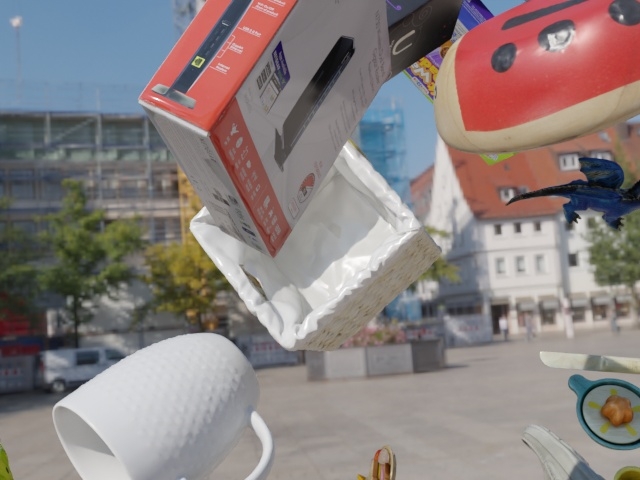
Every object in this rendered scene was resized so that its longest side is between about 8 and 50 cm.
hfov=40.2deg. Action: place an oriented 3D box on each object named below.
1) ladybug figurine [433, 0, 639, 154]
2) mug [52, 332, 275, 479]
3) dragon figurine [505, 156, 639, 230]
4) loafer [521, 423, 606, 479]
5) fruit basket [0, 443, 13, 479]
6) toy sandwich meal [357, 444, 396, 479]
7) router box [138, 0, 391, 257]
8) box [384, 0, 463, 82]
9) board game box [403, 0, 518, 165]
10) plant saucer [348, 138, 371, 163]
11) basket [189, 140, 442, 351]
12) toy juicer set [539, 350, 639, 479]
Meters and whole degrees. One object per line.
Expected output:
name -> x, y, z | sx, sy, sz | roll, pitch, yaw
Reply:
ladybug figurine -> 0.358, -0.271, 1.307 | 0.449, 0.162, 0.305 | -13, 31, 35
mug -> -0.252, 0.353, 1.634 | 0.374, 0.276, 0.328 | 31, 49, 31
dragon figurine -> 0.480, -0.089, 1.529 | 0.289, 0.085, 0.144 | 13, -25, 9
loafer -> 0.464, 0.457, 1.643 | 0.112, 0.111, 0.319 | 43, 2, -26
fruit basket -> -0.538, 0.426, 1.255 | 0.392, 0.391, 0.283 | 1, -14, -43
toy sandwich meal -> 0.062, 0.273, 1.002 | 0.029, 0.085, 0.085 | 15, -9, -10
router box -> -0.036, -0.174, 0.955 | 0.082, 0.301, 0.335 | 27, -14, 16
box -> 0.097, -0.367, 1.446 | 0.270, 0.143, 0.165 | -37, -19, -22
board game box -> 0.321, -0.329, 1.790 | 0.078, 0.347, 0.233 | -50, 12, -26
plant saucer -> -0.075, -0.238, 2.137 | 0.333, 0.333, 0.081 | -32, -18, -31
basket -> 0.000, 0.000, 1.645 | 0.331, 0.328, 0.266 | -43, -23, 5
toy juicer set -> 0.536, 0.288, 1.490 | 0.209, 0.329, 0.089 | -12, -39, -8
